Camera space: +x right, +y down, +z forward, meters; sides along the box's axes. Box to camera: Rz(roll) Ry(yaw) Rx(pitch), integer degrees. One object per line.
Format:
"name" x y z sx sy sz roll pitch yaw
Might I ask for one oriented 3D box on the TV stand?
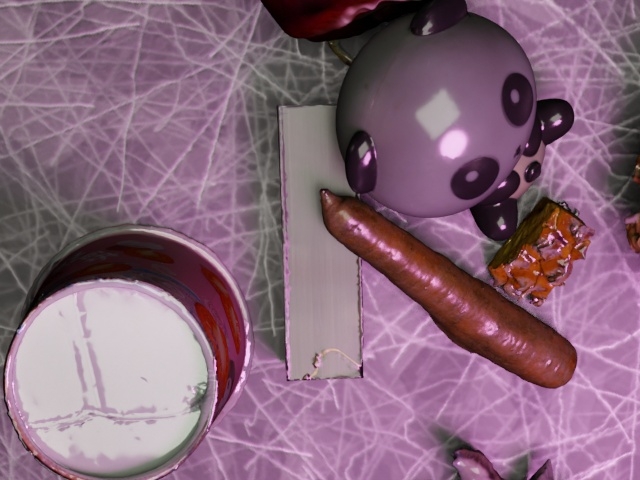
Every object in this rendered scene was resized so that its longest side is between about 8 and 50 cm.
"TV stand" 0.000 0.000 1.438 0.082 0.088 0.269 -1 96 -3

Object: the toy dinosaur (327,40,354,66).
"toy dinosaur" 0.068 -0.134 1.454 0.058 0.037 0.180 -24 90 16

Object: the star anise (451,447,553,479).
"star anise" 0.188 0.311 1.475 0.229 0.093 0.236 -18 98 0

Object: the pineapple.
"pineapple" 0.231 0.003 1.447 0.069 0.137 0.116 35 53 -8

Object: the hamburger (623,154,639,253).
"hamburger" 0.431 -0.041 1.367 0.245 0.260 0.211 -7 92 -20

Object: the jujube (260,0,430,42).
"jujube" 0.038 -0.369 1.333 0.258 0.258 0.377 3 101 -2

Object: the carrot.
"carrot" 0.120 0.049 1.417 0.342 0.070 0.070 34 94 -24

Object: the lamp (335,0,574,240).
"lamp" 0.124 -0.107 1.350 0.244 0.198 0.198 26 97 -47

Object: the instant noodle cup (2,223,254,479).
"instant noodle cup" -0.188 0.113 1.375 0.243 0.231 0.243 0 95 -1
